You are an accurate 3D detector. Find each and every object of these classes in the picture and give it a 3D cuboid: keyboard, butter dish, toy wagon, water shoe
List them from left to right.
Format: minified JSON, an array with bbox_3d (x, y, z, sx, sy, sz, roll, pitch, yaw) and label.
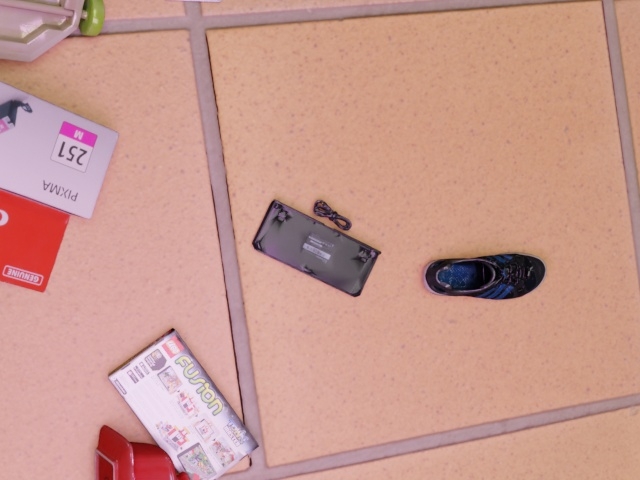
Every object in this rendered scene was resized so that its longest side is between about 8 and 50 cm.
[{"bbox_3d":[-0.385,-0.397,1.178,0.267,0.068,0.344,1,119,-37],"label":"toy wagon"},{"bbox_3d":[-0.230,0.331,1.250,0.118,0.160,0.159,1,89,-28],"label":"butter dish"},{"bbox_3d":[0.000,0.000,1.379,0.180,0.023,0.108,26,89,-13],"label":"keyboard"},{"bbox_3d":[0.257,0.058,1.412,0.203,0.080,0.072,-5,90,-14],"label":"water shoe"}]

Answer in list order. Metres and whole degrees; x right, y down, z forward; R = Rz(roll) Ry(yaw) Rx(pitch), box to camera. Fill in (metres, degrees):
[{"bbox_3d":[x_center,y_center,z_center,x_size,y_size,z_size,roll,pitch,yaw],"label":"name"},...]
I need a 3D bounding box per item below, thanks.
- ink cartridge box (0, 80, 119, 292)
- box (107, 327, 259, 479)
[{"bbox_3d":[-0.415,-0.075,1.190,0.275,0.060,0.238,23,81,-43],"label":"ink cartridge box"},{"bbox_3d":[-0.191,0.239,1.315,0.114,0.036,0.207,-36,97,-13],"label":"box"}]
